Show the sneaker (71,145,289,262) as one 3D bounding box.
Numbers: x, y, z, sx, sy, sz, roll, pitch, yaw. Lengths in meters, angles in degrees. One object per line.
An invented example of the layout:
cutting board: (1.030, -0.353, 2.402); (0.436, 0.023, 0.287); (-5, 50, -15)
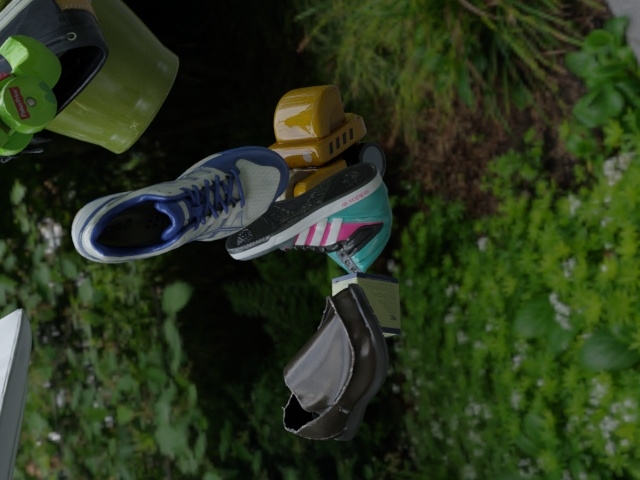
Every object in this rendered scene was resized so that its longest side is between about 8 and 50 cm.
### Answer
sneaker: (-0.166, -0.035, 1.232); (0.111, 0.297, 0.131); (70, 166, -13)

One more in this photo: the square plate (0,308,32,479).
square plate: (-0.459, 0.290, 1.207); (0.347, 0.049, 0.344); (-26, 53, 45)

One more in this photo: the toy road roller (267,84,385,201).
toy road roller: (-0.035, -0.194, 2.095); (0.203, 0.329, 0.240); (0, 117, 43)

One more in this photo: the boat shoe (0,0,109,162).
boat shoe: (-0.535, -0.202, 1.572); (0.156, 0.500, 0.187); (50, -169, 21)

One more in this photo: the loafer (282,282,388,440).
loafer: (0.007, 0.129, 0.912); (0.220, 0.078, 0.080); (100, 153, -45)

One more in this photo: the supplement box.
supplement box: (0.065, 0.095, 1.374); (0.056, 0.083, 0.083); (-18, 68, 48)

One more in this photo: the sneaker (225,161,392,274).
sneaker: (0.000, 0.000, 1.674); (0.178, 0.296, 0.123); (59, -167, -30)

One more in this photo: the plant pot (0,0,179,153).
plant pot: (-0.485, -0.356, 1.894); (0.366, 0.353, 0.366); (-44, 26, 29)

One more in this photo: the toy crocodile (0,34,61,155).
toy crocodile: (-0.418, -0.114, 1.133); (0.105, 0.340, 0.115); (44, 146, -16)
